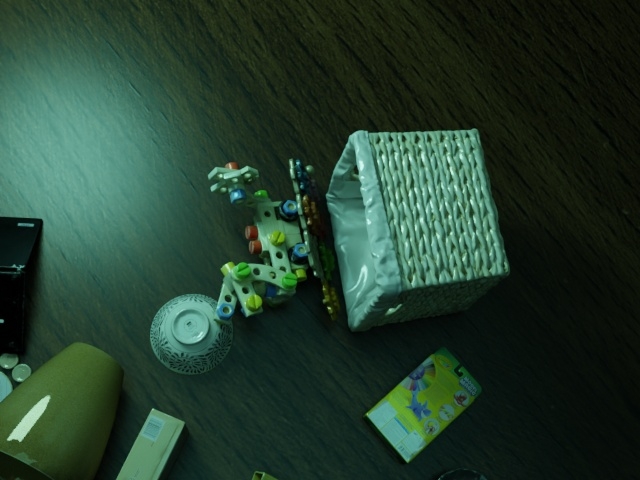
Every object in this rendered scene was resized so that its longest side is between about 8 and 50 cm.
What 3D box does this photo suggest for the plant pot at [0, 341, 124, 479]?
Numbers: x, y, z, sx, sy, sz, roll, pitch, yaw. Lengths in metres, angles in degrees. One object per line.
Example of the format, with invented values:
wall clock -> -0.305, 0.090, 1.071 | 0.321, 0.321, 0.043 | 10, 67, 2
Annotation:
plant pot -> -0.478, 0.325, 1.460 | 0.237, 0.237, 0.254 | 26, 57, 3

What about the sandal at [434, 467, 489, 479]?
sandal -> 0.301, 0.658, 1.480 | 0.168, 0.107, 0.445 | -10, 73, -9

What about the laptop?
laptop -> -0.704, 0.084, 1.605 | 0.234, 0.136, 0.264 | 3, 94, -5

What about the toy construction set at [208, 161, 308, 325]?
toy construction set -> -0.134, 0.003, 1.618 | 0.215, 0.151, 0.327 | -4, 80, -23

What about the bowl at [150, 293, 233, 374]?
bowl -> -0.262, 0.180, 1.593 | 0.170, 0.080, 0.170 | 2, 71, -5

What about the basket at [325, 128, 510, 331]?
basket -> 0.180, -0.014, 1.580 | 0.266, 0.328, 0.331 | -5, 72, -10

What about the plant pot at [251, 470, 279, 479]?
plant pot -> -0.095, 0.496, 1.509 | 0.083, 0.081, 0.081 | 26, 70, -10

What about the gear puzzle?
gear puzzle -> 0.000, 0.000, 1.633 | 0.044, 0.175, 0.339 | -14, 73, 7

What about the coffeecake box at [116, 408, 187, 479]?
coffeecake box -> -0.306, 0.398, 1.458 | 0.068, 0.185, 0.142 | 24, 70, 2

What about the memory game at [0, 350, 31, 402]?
memory game -> -0.651, 0.302, 1.544 | 0.186, 0.012, 0.186 | 2, 72, -6

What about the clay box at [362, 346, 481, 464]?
clay box -> 0.210, 0.333, 1.608 | 0.222, 0.053, 0.127 | -38, 79, -18
